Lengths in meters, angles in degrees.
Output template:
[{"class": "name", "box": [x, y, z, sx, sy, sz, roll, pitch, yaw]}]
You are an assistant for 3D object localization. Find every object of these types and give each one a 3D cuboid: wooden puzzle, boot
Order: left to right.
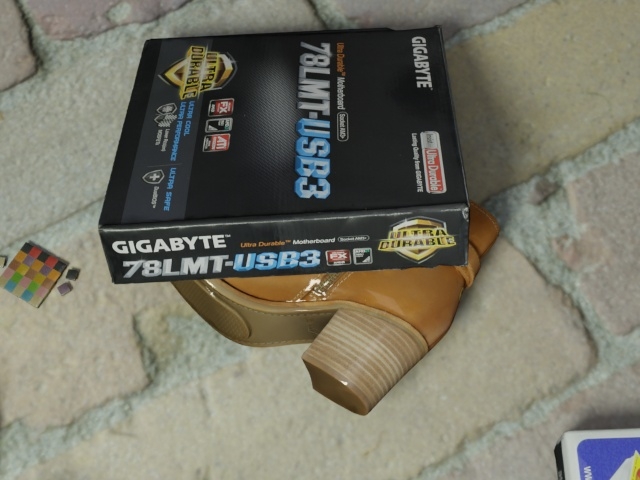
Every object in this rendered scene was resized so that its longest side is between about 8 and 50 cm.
[{"class": "wooden puzzle", "box": [-0.273, 0.033, 0.984, 0.083, 0.006, 0.049, 28, 72, 14]}, {"class": "boot", "box": [0.000, 0.000, 0.932, 0.283, 0.109, 0.220, 28, 64, 26]}]

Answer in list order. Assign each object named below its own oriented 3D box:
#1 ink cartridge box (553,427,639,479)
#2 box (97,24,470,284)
[{"class": "ink cartridge box", "box": [0.354, 0.296, 0.804, 0.307, 0.072, 0.303, -2, 66, 1]}, {"class": "box", "box": [-0.026, -0.087, 0.923, 0.293, 0.073, 0.295, -3, 41, 4]}]
